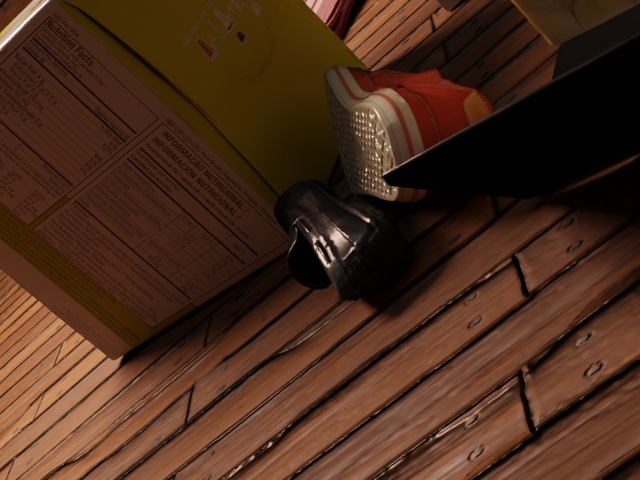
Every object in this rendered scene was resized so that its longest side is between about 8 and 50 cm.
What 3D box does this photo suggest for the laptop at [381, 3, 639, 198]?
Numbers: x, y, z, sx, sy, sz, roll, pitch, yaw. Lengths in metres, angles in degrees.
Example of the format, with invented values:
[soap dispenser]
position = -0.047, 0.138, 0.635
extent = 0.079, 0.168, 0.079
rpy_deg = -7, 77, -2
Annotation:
[laptop]
position = 0.190, -0.133, 0.724
extent = 0.234, 0.136, 0.264
rpy_deg = -27, 32, 43

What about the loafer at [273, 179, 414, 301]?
[loafer]
position = 0.000, 0.000, 0.956
extent = 0.078, 0.076, 0.223
rpy_deg = -41, 22, -9

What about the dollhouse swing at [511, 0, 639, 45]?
[dollhouse swing]
position = 0.233, -0.338, 0.659
extent = 0.315, 0.305, 0.347
rpy_deg = -36, 7, -41

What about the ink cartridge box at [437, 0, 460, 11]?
[ink cartridge box]
position = 0.161, -0.329, 1.316
extent = 0.088, 0.052, 0.122
rpy_deg = -39, 21, 20

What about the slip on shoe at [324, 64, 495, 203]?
[slip on shoe]
position = 0.070, -0.100, 0.993
extent = 0.101, 0.123, 0.331
rpy_deg = -15, 12, -8

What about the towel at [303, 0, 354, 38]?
[towel]
position = -0.056, -0.295, 1.741
extent = 0.329, 0.037, 0.237
rpy_deg = -29, 28, 45

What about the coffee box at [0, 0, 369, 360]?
[coffee box]
position = -0.199, -0.139, 1.257
extent = 0.334, 0.338, 0.338
rpy_deg = -33, 24, 34
